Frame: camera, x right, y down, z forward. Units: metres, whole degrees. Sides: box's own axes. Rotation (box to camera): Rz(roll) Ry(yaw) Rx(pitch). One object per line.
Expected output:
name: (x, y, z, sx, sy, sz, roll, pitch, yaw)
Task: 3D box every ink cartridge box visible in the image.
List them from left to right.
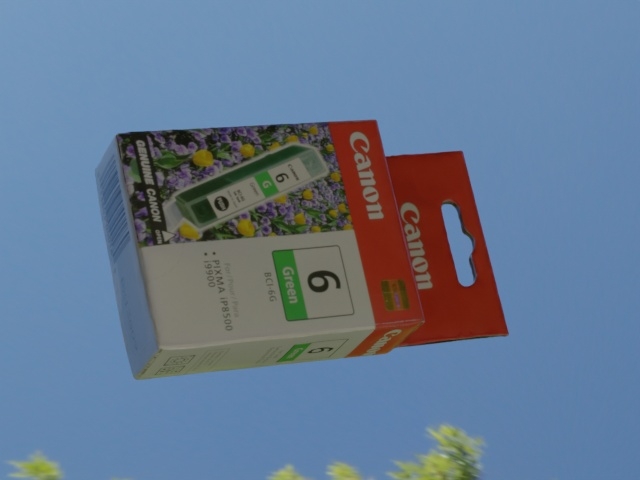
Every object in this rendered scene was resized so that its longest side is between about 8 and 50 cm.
ink cartridge box: (0.000, 0.000, 0.530, 0.115, 0.029, 0.063, -5, -110, -23)
